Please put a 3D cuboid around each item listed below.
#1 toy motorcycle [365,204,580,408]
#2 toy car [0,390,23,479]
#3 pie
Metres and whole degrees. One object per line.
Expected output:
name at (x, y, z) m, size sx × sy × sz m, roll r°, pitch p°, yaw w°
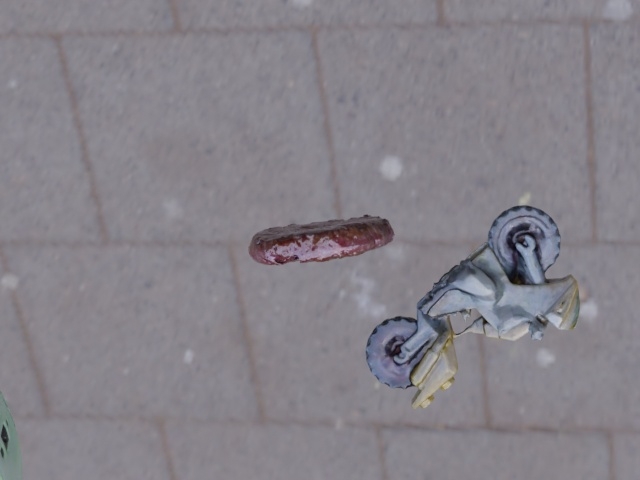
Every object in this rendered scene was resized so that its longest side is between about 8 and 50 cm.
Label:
toy motorcycle at (0.157, 0.077, 1.700) m, size 0.229 × 0.094 × 0.130 m, roll -42°, pitch 94°, yaw 5°
toy car at (-0.182, 0.119, 0.857) m, size 0.076 × 0.090 × 0.224 m, roll -16°, pitch 117°, yaw 3°
pie at (0.000, 0.000, 1.789) m, size 0.154 × 0.154 × 0.036 m, roll -7°, pitch 95°, yaw 16°
